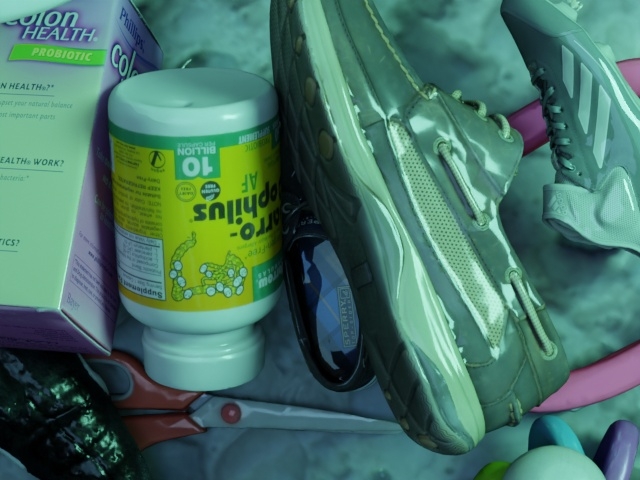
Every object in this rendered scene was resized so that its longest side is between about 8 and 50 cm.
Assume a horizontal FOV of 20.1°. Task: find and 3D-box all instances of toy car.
[{"bbox_3d":[0.197,0.189,1.246,0.182,0.159,0.136,30,65,8],"label":"toy car"}]

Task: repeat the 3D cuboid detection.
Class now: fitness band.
[{"bbox_3d":[0.190,-0.001,1.266,0.291,0.054,0.209,-31,87,13],"label":"fitness band"}]

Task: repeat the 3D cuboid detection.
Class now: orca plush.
[{"bbox_3d":[-0.224,0.137,1.332,0.151,0.102,0.287,-30,85,14],"label":"orca plush"}]

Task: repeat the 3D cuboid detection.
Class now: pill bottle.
[{"bbox_3d":[-0.085,-0.007,1.260,0.117,0.117,0.208,5,111,13],"label":"pill bottle"}]

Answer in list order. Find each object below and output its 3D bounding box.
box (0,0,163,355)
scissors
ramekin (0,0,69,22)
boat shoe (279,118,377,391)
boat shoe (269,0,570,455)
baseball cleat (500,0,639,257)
[{"bbox_3d":[-0.246,-0.054,1.292,0.213,0.117,0.243,3,72,13],"label":"box"},{"bbox_3d":[-0.085,0.119,1.357,0.297,0.021,0.109,-11,89,16],"label":"scissors"},{"bbox_3d":[-0.265,-0.245,1.247,0.277,0.277,0.135,4,118,13],"label":"ramekin"},{"bbox_3d":[0.000,0.000,1.300,0.080,0.076,0.228,-6,93,14],"label":"boat shoe"},{"bbox_3d":[0.066,-0.037,1.221,0.130,0.132,0.355,-19,92,-15],"label":"boat shoe"},{"bbox_3d":[0.169,-0.072,1.201,0.109,0.072,0.206,-40,81,-5],"label":"baseball cleat"}]
